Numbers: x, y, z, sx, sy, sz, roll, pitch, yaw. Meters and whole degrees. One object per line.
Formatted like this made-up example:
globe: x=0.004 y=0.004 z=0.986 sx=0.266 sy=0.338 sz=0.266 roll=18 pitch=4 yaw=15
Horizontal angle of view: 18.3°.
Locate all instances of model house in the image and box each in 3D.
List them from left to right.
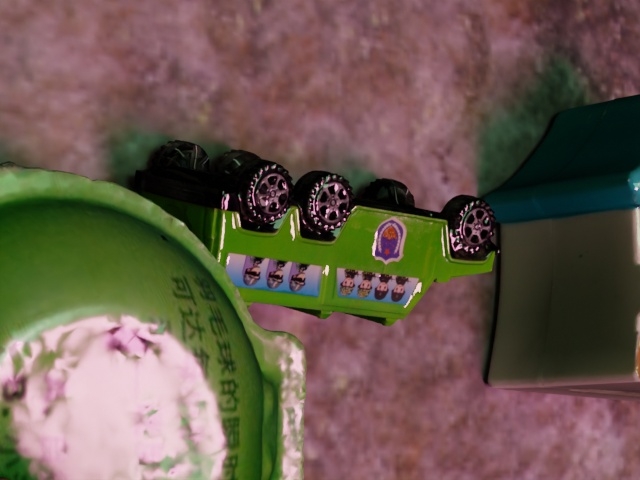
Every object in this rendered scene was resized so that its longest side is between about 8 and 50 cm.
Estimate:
model house: x=0.154 y=0.003 z=0.958 sx=0.127 sy=0.100 sz=0.149 roll=8 pitch=78 yaw=-40

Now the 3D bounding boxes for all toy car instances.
toy car: x=0.000 y=0.000 z=0.847 sx=0.165 sy=0.071 sz=0.062 roll=8 pitch=95 yaw=-40

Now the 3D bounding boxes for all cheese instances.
cheese: x=-0.140 y=0.073 z=0.705 sx=0.320 sy=0.083 sz=0.204 roll=1 pitch=90 yaw=-33

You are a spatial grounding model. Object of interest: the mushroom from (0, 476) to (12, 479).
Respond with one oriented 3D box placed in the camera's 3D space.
mushroom: x=-0.082 y=0.210 z=0.637 sx=0.292 sy=0.217 sz=0.212 roll=29 pitch=22 yaw=-26
